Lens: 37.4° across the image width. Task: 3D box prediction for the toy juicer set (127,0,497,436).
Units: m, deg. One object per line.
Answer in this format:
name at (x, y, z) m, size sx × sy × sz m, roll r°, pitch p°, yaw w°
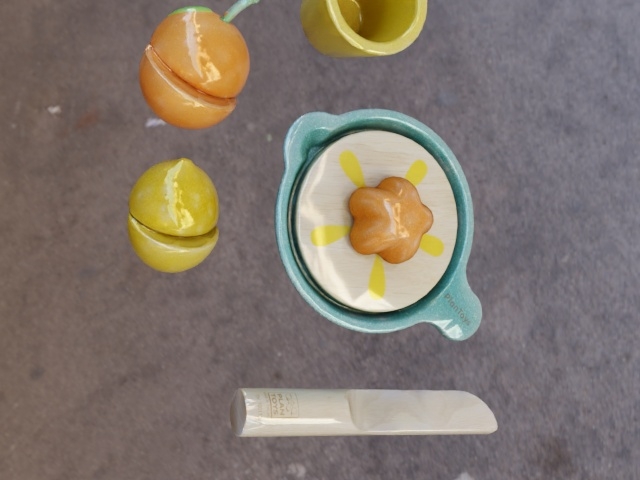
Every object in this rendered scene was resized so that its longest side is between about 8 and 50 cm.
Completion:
toy juicer set at (0.000, 0.000, 0.559) m, size 0.209 × 0.329 × 0.089 m, roll -18°, pitch 7°, yaw -24°
